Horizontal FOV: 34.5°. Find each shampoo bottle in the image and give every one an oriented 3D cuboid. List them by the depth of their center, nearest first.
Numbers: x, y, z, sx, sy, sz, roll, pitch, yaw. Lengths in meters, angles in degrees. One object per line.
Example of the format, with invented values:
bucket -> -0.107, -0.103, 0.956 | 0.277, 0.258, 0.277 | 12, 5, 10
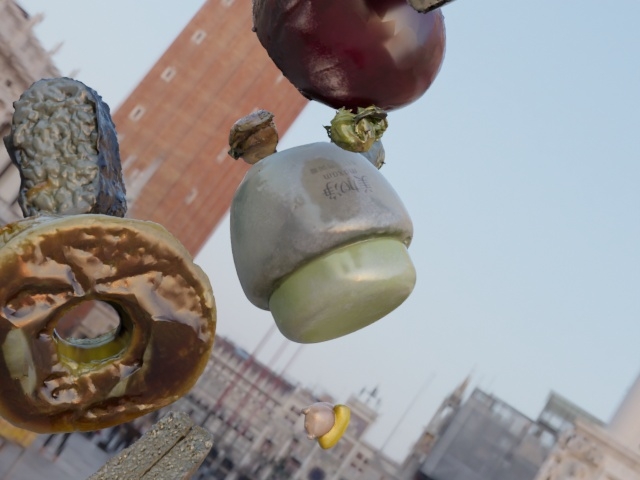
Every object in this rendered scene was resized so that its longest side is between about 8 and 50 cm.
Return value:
shampoo bottle -> 0.000, 0.000, 1.826 | 0.322, 0.322, 0.317 | 72, -6, -68

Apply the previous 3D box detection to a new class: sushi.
sushi -> -0.498, -0.150, 2.051 | 0.171, 0.210, 0.350 | 55, 19, -71

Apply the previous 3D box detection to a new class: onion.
onion -> 0.050, -0.330, 1.589 | 0.337, 0.281, 0.260 | 57, 6, -48

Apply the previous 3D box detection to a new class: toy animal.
toy animal -> -0.004, 0.357, 2.020 | 0.114, 0.091, 0.082 | 3, 11, -42

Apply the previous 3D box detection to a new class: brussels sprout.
brussels sprout -> 0.055, -0.149, 1.400 | 0.085, 0.085, 0.058 | 50, 3, -47

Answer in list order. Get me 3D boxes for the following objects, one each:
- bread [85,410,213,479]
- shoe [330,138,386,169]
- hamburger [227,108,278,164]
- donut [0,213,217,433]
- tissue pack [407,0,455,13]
bread -> -0.277, 0.372, 1.464 | 0.102, 0.183, 0.337 | 40, 22, 5
shoe -> 0.081, -0.163, 2.124 | 0.098, 0.275, 0.103 | 24, -47, -19
hamburger -> -0.145, -0.208, 2.093 | 0.176, 0.102, 0.087 | 115, -37, -72
donut -> -0.310, 0.105, 1.360 | 0.330, 0.330, 0.160 | 43, -7, -27
tissue pack -> 0.250, -0.478, 1.396 | 0.210, 0.370, 0.198 | -23, -78, 50
